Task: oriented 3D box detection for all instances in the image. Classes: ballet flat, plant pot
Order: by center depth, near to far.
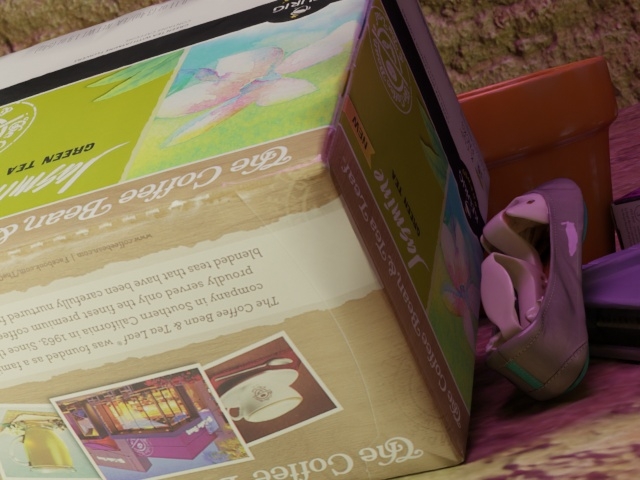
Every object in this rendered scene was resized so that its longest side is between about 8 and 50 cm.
[{"bbox_3d":[0.137,0.014,0.895,0.072,0.068,0.213,-49,20,34],"label":"ballet flat"},{"bbox_3d":[0.170,-0.042,1.185,0.205,0.188,0.205,-16,5,2],"label":"plant pot"}]

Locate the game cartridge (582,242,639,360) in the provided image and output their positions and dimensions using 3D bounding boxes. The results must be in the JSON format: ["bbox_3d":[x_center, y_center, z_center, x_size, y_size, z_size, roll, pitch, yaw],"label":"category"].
[{"bbox_3d":[0.303,0.019,0.872,0.230,0.068,0.355,-23,7,-21],"label":"game cartridge"}]

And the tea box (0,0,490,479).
[{"bbox_3d":[-0.082,-0.004,0.888,0.329,0.220,0.323,-15,31,18],"label":"tea box"}]

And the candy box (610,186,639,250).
[{"bbox_3d":[0.381,-0.039,1.128,0.233,0.071,0.159,-12,6,36],"label":"candy box"}]
